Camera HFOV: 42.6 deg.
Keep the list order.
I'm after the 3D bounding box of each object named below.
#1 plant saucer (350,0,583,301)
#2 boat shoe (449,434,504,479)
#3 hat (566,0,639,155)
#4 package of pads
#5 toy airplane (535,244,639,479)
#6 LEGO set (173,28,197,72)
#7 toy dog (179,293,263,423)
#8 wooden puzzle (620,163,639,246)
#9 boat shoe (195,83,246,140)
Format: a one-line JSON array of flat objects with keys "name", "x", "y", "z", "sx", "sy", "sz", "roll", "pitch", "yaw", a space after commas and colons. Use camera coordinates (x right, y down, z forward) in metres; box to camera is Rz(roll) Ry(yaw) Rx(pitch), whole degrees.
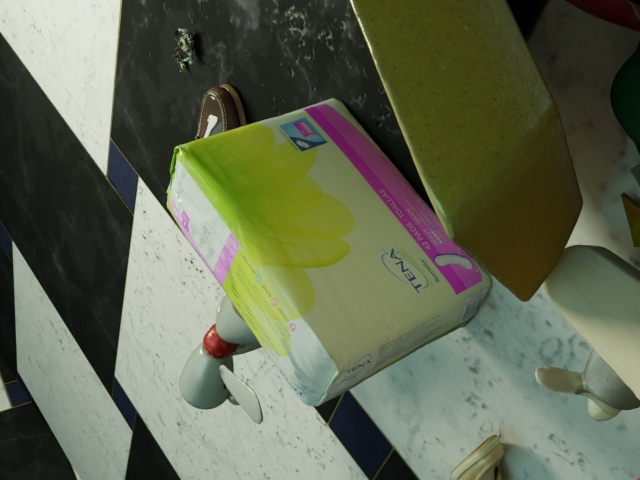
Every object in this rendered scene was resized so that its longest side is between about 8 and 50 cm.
[{"name": "plant saucer", "x": 0.100, "y": -0.137, "z": 0.594, "sx": 0.081, "sy": 0.332, "sz": 0.333, "roll": -24, "pitch": 72, "yaw": 15}, {"name": "boat shoe", "x": 0.179, "y": 0.275, "z": 0.918, "sx": 0.059, "sy": 0.063, "sz": 0.170, "roll": 46, "pitch": 150, "yaw": 25}, {"name": "hat", "x": 0.216, "y": -0.089, "z": 0.521, "sx": 0.208, "sy": 0.183, "sz": 0.173, "roll": 38, "pitch": 128, "yaw": 42}, {"name": "package of pads", "x": 0.000, "y": 0.000, "z": 0.850, "sx": 0.296, "sy": 0.229, "sz": 0.101, "roll": 52, "pitch": 144, "yaw": 21}, {"name": "toy airplane", "x": 0.307, "y": 0.169, "z": 0.541, "sx": 0.384, "sy": 0.272, "sz": 0.386, "roll": -12, "pitch": 62, "yaw": 46}, {"name": "LEGO set", "x": -0.186, "y": -0.269, "z": 1.146, "sx": 0.083, "sy": 0.023, "sz": 0.054, "roll": -6, "pitch": 102, "yaw": 69}, {"name": "toy dog", "x": -0.053, "y": 0.113, "z": 1.026, "sx": 0.161, "sy": 0.220, "sz": 0.334, "roll": 30, "pitch": 150, "yaw": -4}, {"name": "wooden puzzle", "x": 0.282, "y": -0.036, "z": 0.632, "sx": 0.116, "sy": 0.014, "sz": 0.079, "roll": -18, "pitch": 98, "yaw": 56}, {"name": "boat shoe", "x": -0.144, "y": -0.109, "z": 1.130, "sx": 0.073, "sy": 0.073, "sz": 0.207, "roll": 31, "pitch": 131, "yaw": 43}]
